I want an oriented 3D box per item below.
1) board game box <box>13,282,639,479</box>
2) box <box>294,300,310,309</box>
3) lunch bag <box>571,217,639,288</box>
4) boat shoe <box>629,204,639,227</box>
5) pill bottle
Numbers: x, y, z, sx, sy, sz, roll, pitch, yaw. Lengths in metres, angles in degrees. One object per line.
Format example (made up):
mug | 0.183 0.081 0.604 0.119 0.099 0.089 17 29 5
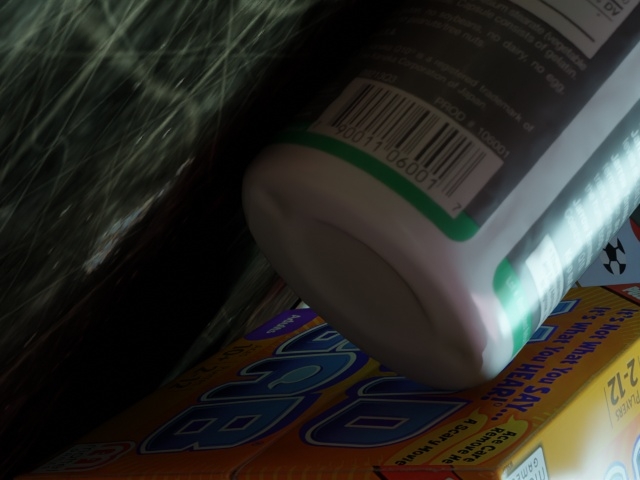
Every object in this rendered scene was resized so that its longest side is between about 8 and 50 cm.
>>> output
board game box | 0.070 0.257 1.341 0.356 0.356 0.356 -6 -166 32
box | 0.087 0.052 2.026 0.232 0.148 0.127 -51 175 3
lunch bag | 0.335 -0.022 1.994 0.239 0.385 0.327 -19 116 -24
boat shoe | 0.211 -0.090 1.411 0.116 0.319 0.099 -29 139 -9
pill bottle | 0.134 -0.096 1.239 0.361 0.204 0.204 -48 173 -21
